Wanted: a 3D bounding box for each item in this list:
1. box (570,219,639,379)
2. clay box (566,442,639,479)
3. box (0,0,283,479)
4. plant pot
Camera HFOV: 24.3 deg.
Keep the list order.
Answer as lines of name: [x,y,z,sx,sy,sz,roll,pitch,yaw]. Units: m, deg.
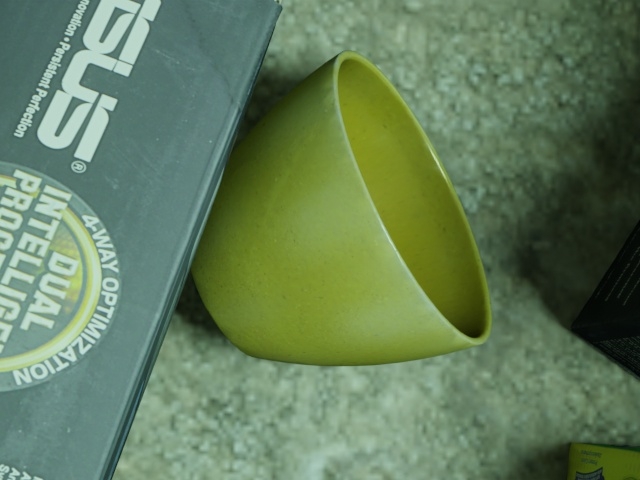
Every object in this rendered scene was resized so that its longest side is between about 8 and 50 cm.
box: [0.209,0.000,0.602,0.108,0.207,0.153,35,82,-2]
clay box: [0.198,0.120,0.631,0.222,0.127,0.053,8,83,-6]
box: [-0.138,0.144,0.423,0.097,0.318,0.395,20,51,-4]
plant pot: [0.000,0.000,0.631,0.095,0.134,0.134,-25,88,18]
